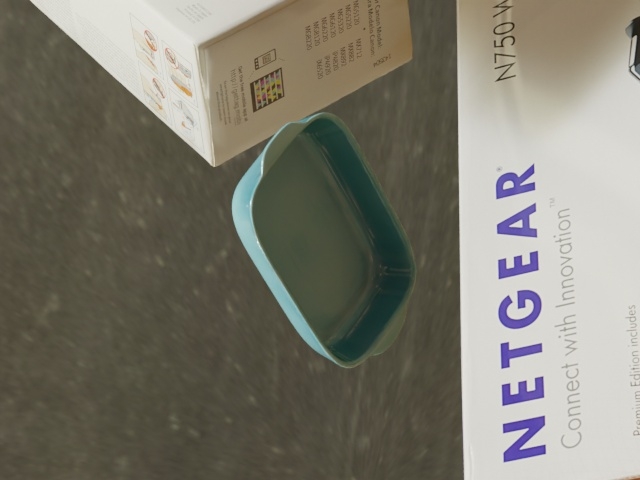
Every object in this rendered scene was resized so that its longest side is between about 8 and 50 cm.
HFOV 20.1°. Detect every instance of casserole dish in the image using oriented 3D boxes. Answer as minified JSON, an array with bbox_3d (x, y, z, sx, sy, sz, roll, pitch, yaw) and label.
[{"bbox_3d":[0.000,0.000,1.221,0.037,0.188,0.114,5,47,42],"label":"casserole dish"}]

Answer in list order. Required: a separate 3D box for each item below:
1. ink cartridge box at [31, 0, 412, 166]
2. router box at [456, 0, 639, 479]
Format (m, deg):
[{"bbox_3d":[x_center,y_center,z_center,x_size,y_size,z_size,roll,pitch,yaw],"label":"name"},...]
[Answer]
[{"bbox_3d":[-0.071,-0.241,1.502,0.272,0.130,0.309,-30,50,-22],"label":"ink cartridge box"},{"bbox_3d":[0.202,-0.058,0.655,0.301,0.082,0.335,-16,51,22],"label":"router box"}]
